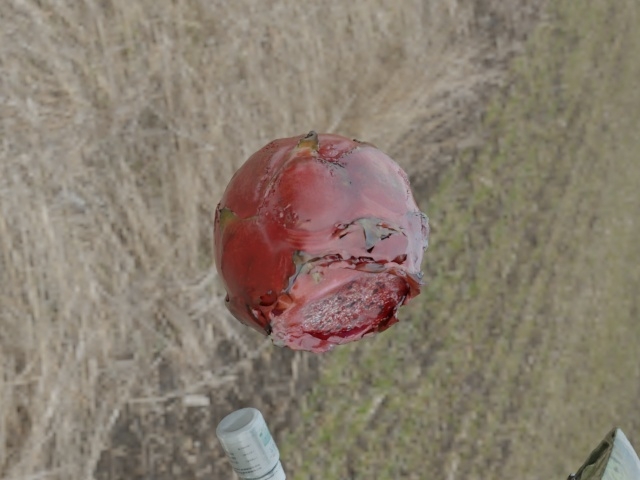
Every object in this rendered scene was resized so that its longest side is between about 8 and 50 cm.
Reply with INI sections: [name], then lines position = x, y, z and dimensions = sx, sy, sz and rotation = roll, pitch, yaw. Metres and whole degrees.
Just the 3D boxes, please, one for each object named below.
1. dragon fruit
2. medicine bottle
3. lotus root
[dragon fruit]
position = 0.000, 0.000, 1.621
dimensions = 0.301, 0.296, 0.295
rotation = -92, 163, -52
[medicine bottle]
position = -0.110, 0.345, 1.960
dimensions = 0.130, 0.080, 0.080
rotation = 66, 26, -22
[lotus root]
position = 0.214, 0.256, 0.979
dimensions = 0.203, 0.078, 0.183
rotation = -47, 168, -48
